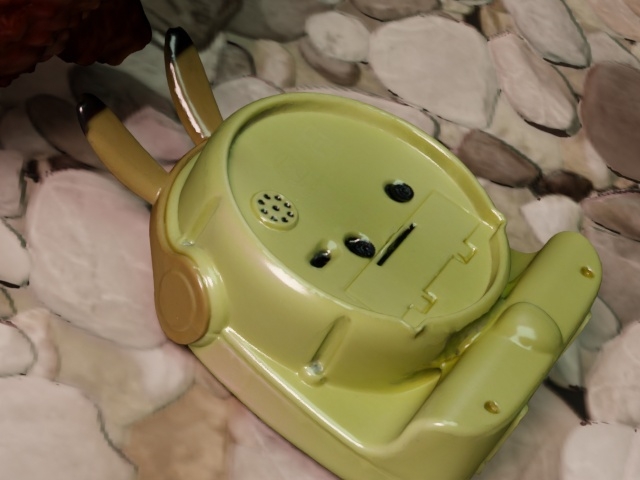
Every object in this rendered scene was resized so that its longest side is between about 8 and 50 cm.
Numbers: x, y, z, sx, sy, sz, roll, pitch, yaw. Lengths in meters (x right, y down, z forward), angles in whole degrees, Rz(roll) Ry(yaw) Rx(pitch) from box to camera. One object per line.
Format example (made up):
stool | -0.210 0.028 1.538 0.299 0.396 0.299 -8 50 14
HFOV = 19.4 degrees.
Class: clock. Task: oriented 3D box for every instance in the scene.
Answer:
clock | 0.000 0.000 0.819 0.232 0.069 0.170 36 41 6

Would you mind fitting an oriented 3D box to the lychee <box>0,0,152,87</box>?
lychee | -0.153 -0.178 0.766 0.260 0.260 0.260 17 42 -16
